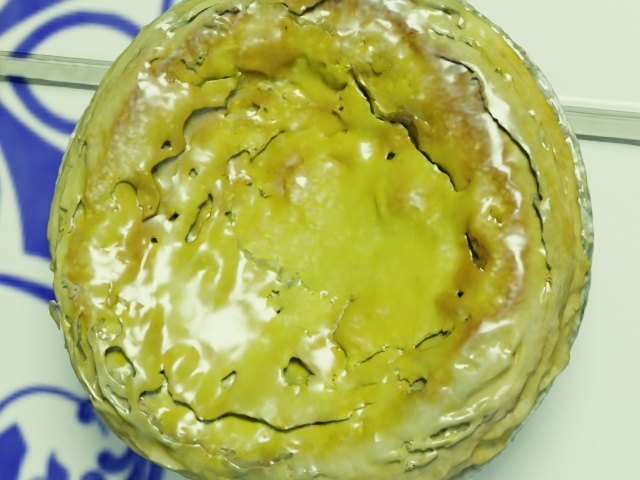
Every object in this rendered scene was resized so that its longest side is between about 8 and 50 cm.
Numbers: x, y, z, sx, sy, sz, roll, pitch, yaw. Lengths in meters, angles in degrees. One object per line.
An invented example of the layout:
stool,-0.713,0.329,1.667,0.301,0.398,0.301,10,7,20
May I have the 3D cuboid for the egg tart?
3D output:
egg tart,0.000,0.000,0.619,0.234,0.094,0.234,-1,87,14
